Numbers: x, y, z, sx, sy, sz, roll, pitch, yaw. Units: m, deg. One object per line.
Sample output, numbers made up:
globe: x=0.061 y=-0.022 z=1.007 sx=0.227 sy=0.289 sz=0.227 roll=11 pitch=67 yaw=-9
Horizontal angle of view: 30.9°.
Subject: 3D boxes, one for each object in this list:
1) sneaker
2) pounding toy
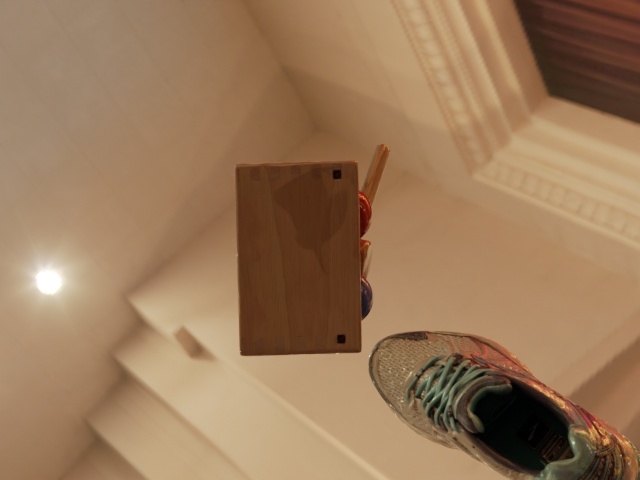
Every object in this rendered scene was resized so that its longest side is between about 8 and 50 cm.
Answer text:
sneaker: x=0.142 y=0.136 z=0.996 sx=0.122 sy=0.283 sz=0.110 roll=37 pitch=-100 yaw=-48
pounding toy: x=0.000 y=0.000 z=0.726 sx=0.100 sy=0.141 sz=0.130 roll=-1 pitch=-90 yaw=-1
